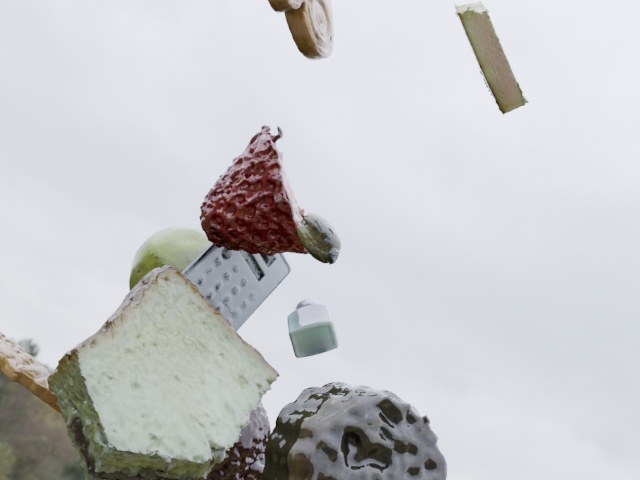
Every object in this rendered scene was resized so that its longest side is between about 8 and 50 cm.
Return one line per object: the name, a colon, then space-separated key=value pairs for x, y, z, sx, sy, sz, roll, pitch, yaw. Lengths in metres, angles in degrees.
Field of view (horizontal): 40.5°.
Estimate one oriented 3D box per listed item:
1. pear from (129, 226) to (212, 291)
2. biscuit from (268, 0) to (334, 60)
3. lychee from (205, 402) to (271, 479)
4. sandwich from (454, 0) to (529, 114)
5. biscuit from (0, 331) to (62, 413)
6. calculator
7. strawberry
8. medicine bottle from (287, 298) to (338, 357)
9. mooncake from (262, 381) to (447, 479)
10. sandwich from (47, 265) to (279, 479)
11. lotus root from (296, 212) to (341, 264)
pear: x=-0.267 y=0.079 z=1.684 sx=0.212 sy=0.212 sz=0.269 roll=38 pitch=5 yaw=-31
biscuit: x=-0.035 y=-0.365 z=1.186 sx=0.044 sy=0.202 sz=0.289 roll=-11 pitch=-22 yaw=15
lychee: x=-0.214 y=0.344 z=1.523 sx=0.271 sy=0.236 sz=0.236 roll=25 pitch=-21 yaw=8
sandwich: x=0.283 y=-0.330 z=1.481 sx=0.058 sy=0.193 sz=0.162 roll=-24 pitch=-50 yaw=14
biscuit: x=-0.469 y=0.179 z=1.319 sx=0.250 sy=0.035 sz=0.162 roll=41 pitch=-12 yaw=-7
calculator: x=-0.158 y=0.071 z=1.529 sx=0.021 sy=0.262 sz=0.161 roll=-1 pitch=-52 yaw=45
strawberry: x=-0.118 y=-0.066 z=1.443 sx=0.178 sy=0.234 sz=0.234 roll=-18 pitch=-29 yaw=1
medicine bottle: x=-0.015 y=0.140 z=1.418 sx=0.118 sy=0.074 sz=0.055 roll=-107 pitch=-179 yaw=-71
mooncake: x=0.046 y=0.284 z=1.056 sx=0.228 sy=0.228 sz=0.124 roll=34 pitch=-24 yaw=-23
sandwich: x=-0.236 y=0.218 z=1.252 sx=0.262 sy=0.325 sz=0.131 roll=46 pitch=-55 yaw=-7
lotus root: x=0.000 y=0.000 z=1.273 sx=0.049 sy=0.054 sz=0.099 roll=28 pitch=19 yaw=-50
